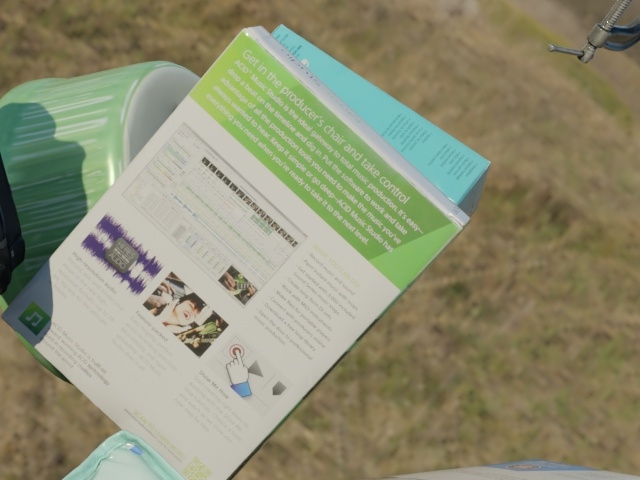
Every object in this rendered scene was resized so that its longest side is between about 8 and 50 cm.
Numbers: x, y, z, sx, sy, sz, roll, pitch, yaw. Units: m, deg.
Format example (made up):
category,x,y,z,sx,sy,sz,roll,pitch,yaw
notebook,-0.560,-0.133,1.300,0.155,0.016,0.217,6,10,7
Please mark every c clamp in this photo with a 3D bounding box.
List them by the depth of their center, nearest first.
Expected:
category,x,y,z,sx,sy,sz,roll,pitch,yaw
c clamp,0.284,-0.217,1.553,0.022,0.160,0.137,47,21,27

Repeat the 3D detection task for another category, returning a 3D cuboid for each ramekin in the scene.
category,x,y,z,sx,sy,sz,roll,pitch,yaw
ramekin,-0.171,-0.021,1.643,0.303,0.148,0.303,38,45,-52

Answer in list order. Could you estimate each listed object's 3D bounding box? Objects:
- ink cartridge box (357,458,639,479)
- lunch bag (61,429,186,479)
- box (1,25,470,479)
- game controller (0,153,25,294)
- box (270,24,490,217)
category,x,y,z,sx,sy,sz,roll,pitch,yaw
ink cartridge box,0.120,0.270,1.483,0.307,0.129,0.223,-3,1,-28
lunch bag,-0.090,0.291,1.170,0.262,0.160,0.223,38,-31,26
box,-0.070,0.022,1.408,0.232,0.322,0.058,43,17,3
game controller,-0.299,-0.112,1.341,0.166,0.067,0.319,37,-37,53
box,0.040,-0.098,1.668,0.244,0.060,0.100,35,-22,12
